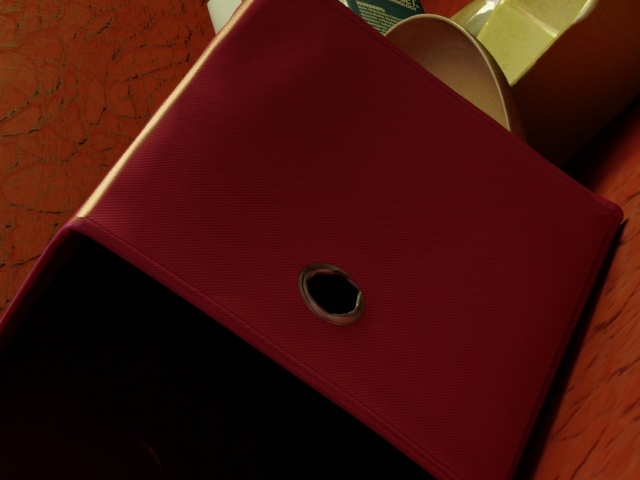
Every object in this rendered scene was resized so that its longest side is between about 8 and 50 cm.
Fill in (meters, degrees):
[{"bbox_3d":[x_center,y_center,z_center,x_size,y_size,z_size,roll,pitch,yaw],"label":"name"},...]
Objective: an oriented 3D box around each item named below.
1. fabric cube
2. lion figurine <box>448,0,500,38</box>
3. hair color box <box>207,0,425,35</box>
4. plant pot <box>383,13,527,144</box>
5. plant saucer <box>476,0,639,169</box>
[{"bbox_3d":[-0.026,0.055,1.017,0.259,0.254,0.258,-50,6,44],"label":"fabric cube"},{"bbox_3d":[0.153,-0.193,1.742,0.392,0.142,0.240,-32,11,37],"label":"lion figurine"},{"bbox_3d":[0.018,-0.136,1.614,0.174,0.105,0.347,-49,44,35],"label":"hair color box"},{"bbox_3d":[0.076,-0.032,1.225,0.236,0.032,0.236,-5,84,63],"label":"plant pot"},{"bbox_3d":[0.188,-0.153,1.339,0.333,0.081,0.333,-48,8,51],"label":"plant saucer"}]
